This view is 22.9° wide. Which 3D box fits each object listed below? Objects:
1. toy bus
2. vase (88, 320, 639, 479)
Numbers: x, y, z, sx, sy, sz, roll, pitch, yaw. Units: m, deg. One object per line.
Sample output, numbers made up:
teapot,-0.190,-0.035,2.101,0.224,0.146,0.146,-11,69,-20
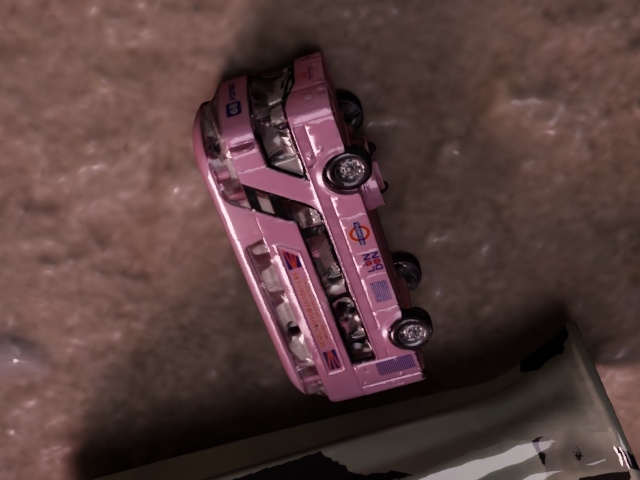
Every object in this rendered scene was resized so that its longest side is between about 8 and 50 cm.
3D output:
toy bus,0.000,0.000,0.839,0.090,0.063,0.203,-15,127,7
vase,0.003,0.167,0.914,0.360,0.165,0.165,-24,125,8
